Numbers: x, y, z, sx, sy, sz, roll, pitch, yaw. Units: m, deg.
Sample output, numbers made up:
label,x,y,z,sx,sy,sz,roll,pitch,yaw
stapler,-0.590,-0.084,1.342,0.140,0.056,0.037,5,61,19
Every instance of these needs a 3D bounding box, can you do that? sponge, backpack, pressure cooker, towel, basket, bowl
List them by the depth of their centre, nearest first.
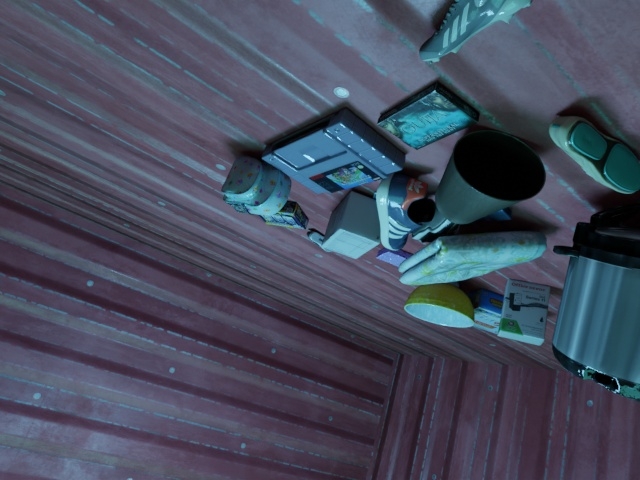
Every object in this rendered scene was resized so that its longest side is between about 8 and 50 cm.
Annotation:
label,x,y,z,sx,sy,sz,roll,pitch,yaw
pressure cooker,0.767,0.126,1.089,0.370,0.420,0.375,3,-171,-25
basket,0.361,-0.130,1.095,0.204,0.154,0.227,19,164,-1
towel,0.466,-0.078,1.320,0.119,0.029,0.067,-3,153,46
backpack,-0.190,-0.163,1.427,0.188,0.166,0.144,16,163,26
towel,0.443,0.059,1.451,0.320,0.090,0.374,-6,165,-13
sponge,0.336,0.081,1.864,0.210,0.031,0.117,22,160,-12
bowl,0.508,0.244,1.975,0.289,0.156,0.289,16,161,6

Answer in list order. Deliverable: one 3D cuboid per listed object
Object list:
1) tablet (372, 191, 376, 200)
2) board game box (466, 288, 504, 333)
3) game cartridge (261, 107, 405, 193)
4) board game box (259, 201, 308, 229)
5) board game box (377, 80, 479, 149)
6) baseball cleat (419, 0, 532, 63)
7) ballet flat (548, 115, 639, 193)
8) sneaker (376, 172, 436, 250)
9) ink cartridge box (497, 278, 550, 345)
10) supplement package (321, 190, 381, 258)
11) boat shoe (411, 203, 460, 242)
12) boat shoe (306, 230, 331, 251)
label,x,y,z,sx,sy,sz,roll,pitch,yaw
tablet,0.203,-0.125,1.447,0.083,0.006,0.054,15,160,5
board game box,0.766,0.324,2.085,0.308,0.086,0.302,19,161,-6
game cartridge,0.026,-0.218,1.269,0.230,0.068,0.355,34,155,-30
board game box,-0.146,-0.098,1.757,0.170,0.048,0.141,9,161,21
board game box,0.227,-0.262,1.022,0.126,0.026,0.186,26,159,-24
baseball cleat,0.218,-0.358,0.729,0.109,0.072,0.206,42,147,-23
ballet flat,0.545,-0.172,0.944,0.248,0.086,0.086,28,158,-25
sneaker,0.256,-0.063,1.371,0.148,0.131,0.350,12,158,20
ink cartridge box,0.748,0.260,1.741,0.153,0.208,0.087,10,156,19
supplement package,0.110,-0.044,1.546,0.139,0.134,0.244,20,163,-9
boat shoe,0.356,-0.053,1.374,0.091,0.114,0.302,19,173,-3
boat shoe,0.000,0.000,1.915,0.142,0.049,0.040,36,172,-40
